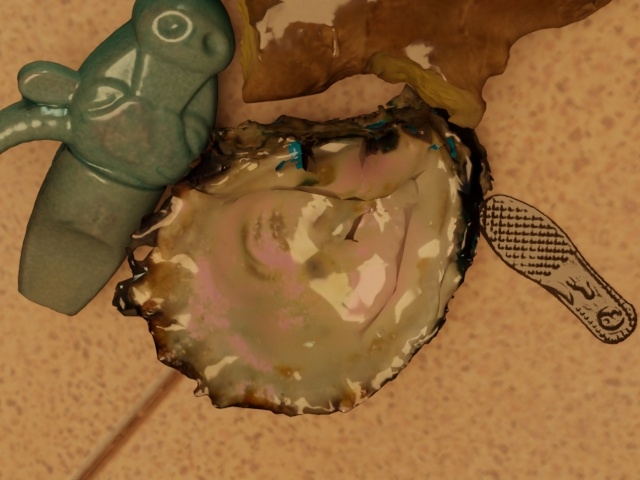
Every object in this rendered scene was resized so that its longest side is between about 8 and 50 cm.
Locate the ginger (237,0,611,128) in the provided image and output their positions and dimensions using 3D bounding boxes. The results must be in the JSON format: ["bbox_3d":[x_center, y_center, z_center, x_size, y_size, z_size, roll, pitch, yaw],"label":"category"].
[{"bbox_3d":[0.072,-0.178,0.886,0.270,0.123,0.218,-1,86,-5],"label":"ginger"}]

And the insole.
[{"bbox_3d":[0.160,0.019,0.963,0.135,0.002,0.045,44,108,1],"label":"insole"}]

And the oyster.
[{"bbox_3d":[-0.002,-0.001,0.937,0.198,0.092,0.259,41,102,-12],"label":"oyster"}]

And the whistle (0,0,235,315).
[{"bbox_3d":[-0.133,-0.069,0.967,0.186,0.093,0.274,22,111,-20],"label":"whistle"}]
